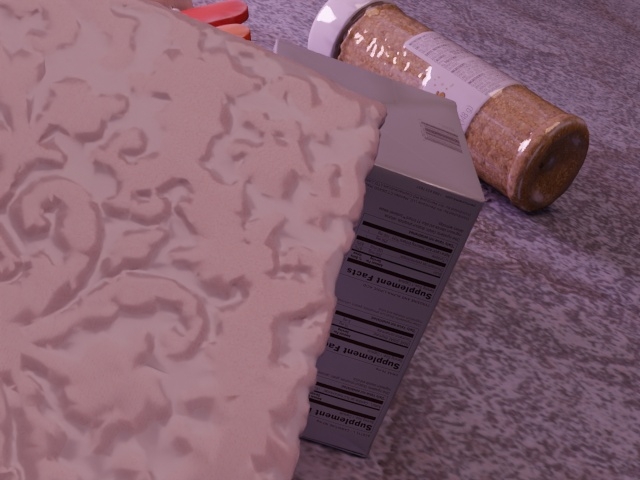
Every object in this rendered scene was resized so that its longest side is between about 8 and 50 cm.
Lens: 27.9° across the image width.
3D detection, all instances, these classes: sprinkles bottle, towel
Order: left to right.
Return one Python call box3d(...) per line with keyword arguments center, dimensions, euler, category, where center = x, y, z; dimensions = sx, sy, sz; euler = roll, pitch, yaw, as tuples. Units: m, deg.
box3d(center=(-0.144, 0.003, 0.654), dimensions=(0.317, 0.053, 0.332), euler=(22, 56, -7), category="towel")
box3d(center=(0.141, -0.171, 1.493), dimensions=(0.121, 0.121, 0.355), euler=(-6, 36, -47), category="sprinkles bottle")

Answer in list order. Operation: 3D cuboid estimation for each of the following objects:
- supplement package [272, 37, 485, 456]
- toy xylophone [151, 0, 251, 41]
box3d(center=(0.000, 0.000, 0.898), dimensions=(0.149, 0.203, 0.194), euler=(19, 24, -8), category="supplement package")
box3d(center=(-0.110, -0.141, 1.170), dimensions=(0.236, 0.081, 0.323), euler=(-20, 35, -17), category="toy xylophone")
